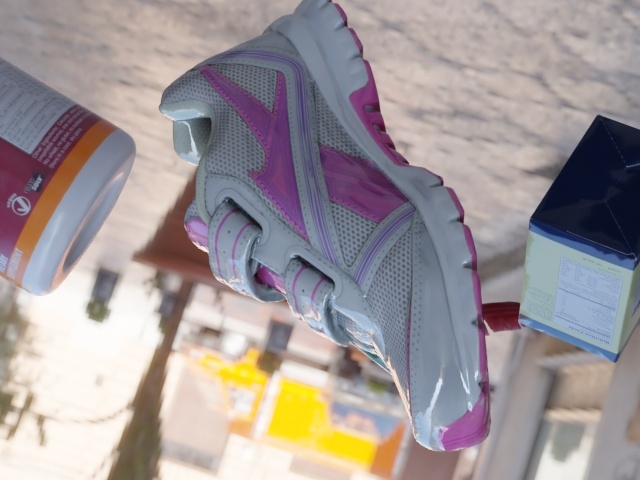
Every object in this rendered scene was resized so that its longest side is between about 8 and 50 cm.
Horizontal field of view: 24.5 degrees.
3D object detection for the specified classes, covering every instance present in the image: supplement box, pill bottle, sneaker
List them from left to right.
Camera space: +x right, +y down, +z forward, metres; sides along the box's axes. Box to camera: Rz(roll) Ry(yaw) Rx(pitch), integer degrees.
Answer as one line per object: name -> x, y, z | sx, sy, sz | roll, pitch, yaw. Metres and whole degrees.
pill bottle -> -0.239, -0.068, 0.938 | 0.221, 0.121, 0.121 | 30, 173, 0
sneaker -> 0.000, 0.000, 0.689 | 0.103, 0.111, 0.252 | 76, 169, -52
supplement box -> 0.145, -0.001, 0.746 | 0.056, 0.083, 0.083 | 23, 144, 21

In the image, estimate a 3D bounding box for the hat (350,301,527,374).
hat -> 0.114, 0.047, 1.442 | 0.208, 0.183, 0.173 | 40, 180, -41
